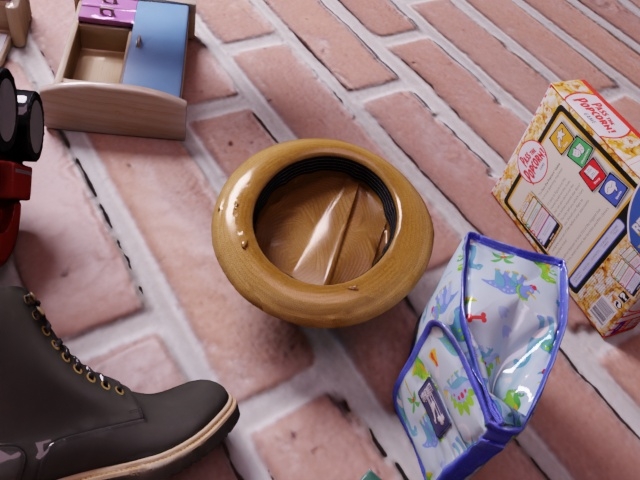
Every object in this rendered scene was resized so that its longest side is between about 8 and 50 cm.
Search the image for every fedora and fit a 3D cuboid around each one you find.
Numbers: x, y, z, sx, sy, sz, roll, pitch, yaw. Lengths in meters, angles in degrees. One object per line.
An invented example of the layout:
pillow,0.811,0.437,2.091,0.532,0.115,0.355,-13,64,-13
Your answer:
fedora,0.000,0.000,0.541,0.194,0.079,0.194,5,55,-7

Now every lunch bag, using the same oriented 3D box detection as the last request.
lunch bag,0.111,0.093,0.454,0.096,0.128,0.151,15,50,1

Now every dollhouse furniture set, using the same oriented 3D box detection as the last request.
dollhouse furniture set,-0.230,-0.281,0.576,0.286,0.303,0.198,3,49,-11

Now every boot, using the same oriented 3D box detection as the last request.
boot,-0.140,0.079,0.376,0.198,0.077,0.137,-12,91,-51

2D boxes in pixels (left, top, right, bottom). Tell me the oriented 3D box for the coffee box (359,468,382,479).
coffee box,0.014,0.240,0.362,0.113,0.040,0.184,38,52,18

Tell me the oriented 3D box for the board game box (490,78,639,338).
board game box,0.252,-0.031,0.585,0.045,0.146,0.193,-12,55,-23

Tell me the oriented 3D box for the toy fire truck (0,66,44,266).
toy fire truck,-0.254,0.004,0.430,0.159,0.217,0.246,3,91,-12
